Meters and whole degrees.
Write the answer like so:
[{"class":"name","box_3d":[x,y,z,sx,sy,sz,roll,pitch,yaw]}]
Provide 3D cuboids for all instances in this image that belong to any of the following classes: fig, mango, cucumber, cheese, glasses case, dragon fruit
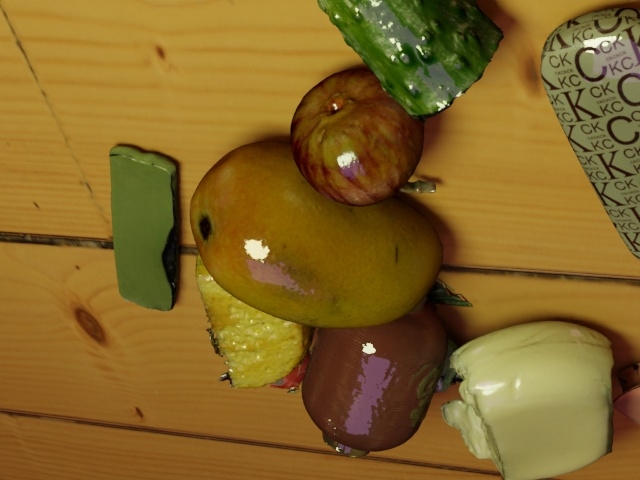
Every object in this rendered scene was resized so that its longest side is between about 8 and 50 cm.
[{"class":"fig","box_3d":[0.041,-0.107,1.328,0.149,0.148,0.202,58,172,11]},{"class":"mango","box_3d":[0.000,0.000,1.420,0.317,0.211,0.173,17,142,-15]},{"class":"cucumber","box_3d":[0.061,-0.242,1.178,0.244,0.134,0.134,45,135,-18]},{"class":"cheese","box_3d":[0.273,0.214,1.577,0.233,0.127,0.266,-11,138,6]},{"class":"glasses case","box_3d":[0.345,-0.094,1.255,0.137,0.085,0.354,-11,133,31]},{"class":"dragon fruit","box_3d":[-0.043,0.190,1.778,0.060,0.056,0.083,9,139,14]}]

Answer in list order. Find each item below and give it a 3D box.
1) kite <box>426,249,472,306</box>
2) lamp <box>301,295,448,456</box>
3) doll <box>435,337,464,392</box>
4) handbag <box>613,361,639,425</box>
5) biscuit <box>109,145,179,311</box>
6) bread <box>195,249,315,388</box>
[{"class":"kite","box_3d":[0.089,0.036,1.575,0.241,0.014,0.183,39,137,-22]},{"class":"lamp","box_3d":[0.073,0.168,1.569,0.180,0.180,0.258,18,114,2]},{"class":"doll","box_3d":[0.194,0.182,1.664,0.150,0.077,0.115,23,153,-22]},{"class":"handbag","box_3d":[0.503,0.197,1.559,0.157,0.059,0.212,35,140,-17]},{"class":"biscuit","box_3d":[-0.235,-0.009,1.636,0.099,0.038,0.322,17,142,8]},{"class":"bread","box_3d":[-0.066,0.074,1.574,0.147,0.160,0.260,1,132,13]}]
